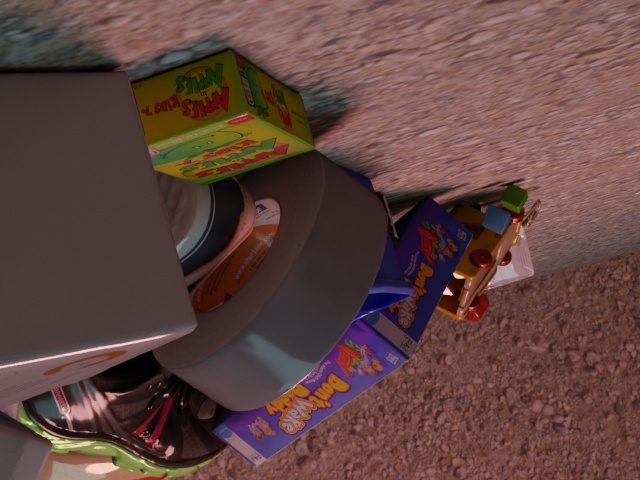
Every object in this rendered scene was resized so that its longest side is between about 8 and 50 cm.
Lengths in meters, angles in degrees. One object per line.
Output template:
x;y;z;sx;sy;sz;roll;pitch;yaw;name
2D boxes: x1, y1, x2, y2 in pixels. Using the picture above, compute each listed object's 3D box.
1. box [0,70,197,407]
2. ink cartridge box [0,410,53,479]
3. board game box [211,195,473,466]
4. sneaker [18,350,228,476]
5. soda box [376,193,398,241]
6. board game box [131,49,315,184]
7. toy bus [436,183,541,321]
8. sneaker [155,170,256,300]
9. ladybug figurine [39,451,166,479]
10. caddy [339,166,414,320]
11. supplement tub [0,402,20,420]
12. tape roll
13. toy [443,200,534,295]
-0.279;0.021;0.815;0.215;0.168;0.345;-23;169;42;box
-0.383;0.102;1.092;0.296;0.066;0.261;18;173;46;ink cartridge box
0.024;0.118;1.841;0.347;0.078;0.233;-41;-168;46;board game box
-0.218;0.173;1.857;0.202;0.185;0.483;-43;155;15;sneaker
0.000;0.000;1.683;0.169;0.060;0.053;-20;173;28;soda box
-0.071;-0.079;0.998;0.092;0.043;0.181;-18;172;11;board game box
0.197;0.004;1.961;0.104;0.191;0.202;27;-176;16;toy bus
-0.194;0.027;1.209;0.321;0.126;0.127;-21;166;26;sneaker
-0.333;0.266;2.091;0.305;0.161;0.449;26;-164;21;ladybug figurine
-0.041;0.047;1.492;0.241;0.179;0.341;-19;172;14;caddy
-0.456;0.161;1.388;0.194;0.193;0.316;-21;172;33;supplement tub
-0.045;0.029;1.218;0.072;0.219;0.219;37;143;-25;tape roll
0.171;0.016;2.086;0.237;0.136;0.056;-17;-147;0;toy
